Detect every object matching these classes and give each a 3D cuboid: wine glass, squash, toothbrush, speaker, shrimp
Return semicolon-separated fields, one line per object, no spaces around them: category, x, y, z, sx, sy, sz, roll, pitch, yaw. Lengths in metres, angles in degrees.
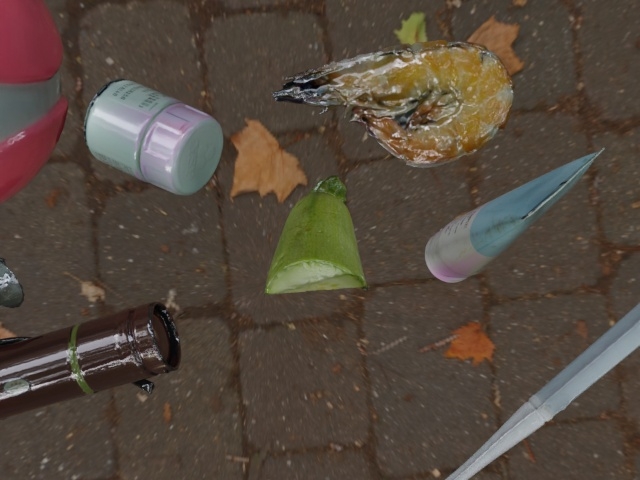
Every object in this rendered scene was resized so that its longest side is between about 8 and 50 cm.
wine glass;-0.528;0.109;1.342;0.183;0.122;0.122;-44;90;14
squash;0.001;0.003;0.868;0.090;0.200;0.075;-19;115;15
toothbrush;0.168;0.100;0.641;0.342;0.030;0.025;-40;102;3
speaker;-0.389;-0.161;0.877;0.294;0.294;0.294;0;88;-3
shrimp;0.097;-0.174;1.223;0.317;0.062;0.164;-4;98;0

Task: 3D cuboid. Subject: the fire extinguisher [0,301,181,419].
fire extinguisher;-0.354;0.179;1.240;0.341;0.105;0.141;-17;116;10

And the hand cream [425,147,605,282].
hand cream;0.201;-0.016;1.015;0.111;0.312;0.070;-38;89;-18

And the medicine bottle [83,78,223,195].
medicine bottle;-0.244;-0.151;1.376;0.169;0.135;0.135;25;86;23
